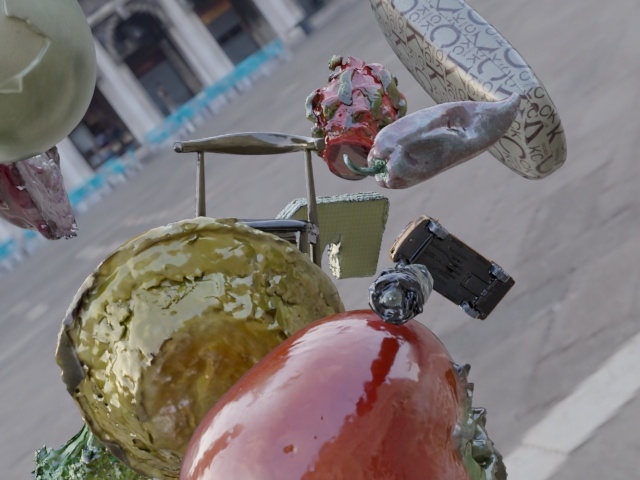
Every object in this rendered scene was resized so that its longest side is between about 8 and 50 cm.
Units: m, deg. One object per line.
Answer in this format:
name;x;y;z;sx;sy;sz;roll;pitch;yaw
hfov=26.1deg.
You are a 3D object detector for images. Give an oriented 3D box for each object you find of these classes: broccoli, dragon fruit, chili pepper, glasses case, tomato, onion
broccoli;-0.325;0.307;1.996;0.194;0.194;0.220;-36;7;4
dragon fruit;0.054;-0.194;2.123;0.166;0.160;0.172;-26;40;44
chili pepper;0.088;-0.076;1.057;0.153;0.050;0.041;-26;28;-23
glasses case;0.155;-0.196;1.522;0.085;0.137;0.355;-33;48;-5
tomato;0.015;0.230;1.283;0.321;0.321;0.321;-35;8;6
onion;-0.491;-0.119;2.082;0.146;0.314;0.280;-24;42;2

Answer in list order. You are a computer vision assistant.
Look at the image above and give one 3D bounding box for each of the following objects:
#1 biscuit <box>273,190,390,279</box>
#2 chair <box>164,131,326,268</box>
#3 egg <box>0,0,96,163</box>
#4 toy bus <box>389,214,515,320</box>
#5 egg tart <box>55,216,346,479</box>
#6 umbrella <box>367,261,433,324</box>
biscuit;0.000;0.000;2.250;0.250;0.147;0.046;-8;24;-36
chair;-0.088;-0.003;1.651;0.188;0.272;0.166;-1;-2;8
egg;-0.444;-0.250;1.769;0.278;0.278;0.336;-36;-30;4
toy bus;0.179;0.030;1.955;0.083;0.194;0.088;-50;30;10
egg tart;-0.115;0.139;1.484;0.341;0.341;0.132;-36;26;2
umbrella;0.066;0.043;1.137;0.050;0.046;0.188;-48;-4;7
